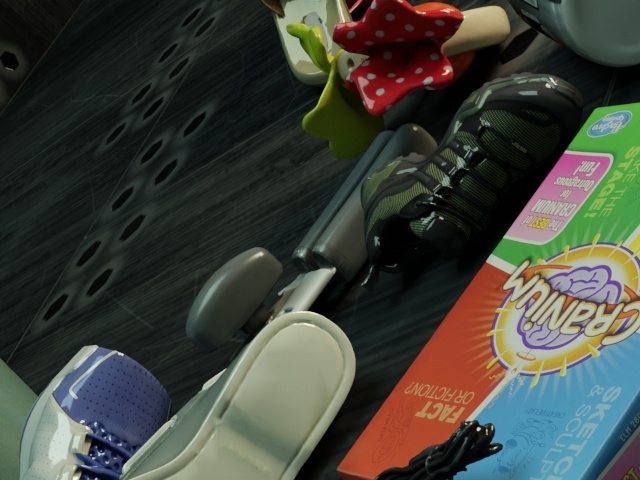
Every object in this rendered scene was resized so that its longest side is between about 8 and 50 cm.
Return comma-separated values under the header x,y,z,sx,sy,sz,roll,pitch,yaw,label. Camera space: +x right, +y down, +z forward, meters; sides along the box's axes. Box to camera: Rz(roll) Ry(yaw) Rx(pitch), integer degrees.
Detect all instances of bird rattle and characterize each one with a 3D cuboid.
x,y,z,sx,sy,sz,roll,pitch,yaw,label
0.079,-0.183,1.476,0.207,0.143,0.253,-21,-4,-26,bird rattle

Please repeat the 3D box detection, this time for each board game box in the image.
x,y,z,sx,sy,sz,roll,pitch,yaw,label
0.174,0.047,0.962,0.316,0.064,0.242,-53,21,-18,board game box

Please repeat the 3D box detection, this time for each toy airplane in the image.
x,y,z,sx,sy,sz,roll,pitch,yaw,label
0.057,-0.295,1.917,0.151,0.028,0.151,-37,16,13,toy airplane

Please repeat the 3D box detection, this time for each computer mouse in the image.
x,y,z,sx,sy,sz,roll,pitch,yaw,label
0.054,0.195,0.840,0.106,0.042,0.193,-34,46,52,computer mouse

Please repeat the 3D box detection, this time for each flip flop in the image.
x,y,z,sx,sy,sz,roll,pitch,yaw,label
-0.039,-0.300,1.847,0.112,0.080,0.277,-30,61,21,flip flop

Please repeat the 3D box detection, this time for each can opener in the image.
x,y,z,sx,sy,sz,roll,pitch,yaw,label
0.000,0.000,1.382,0.280,0.093,0.074,-50,18,-23,can opener

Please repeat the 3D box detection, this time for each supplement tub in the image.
x,y,z,sx,sy,sz,roll,pitch,yaw,label
0.219,-0.214,1.302,0.117,0.117,0.190,-44,19,6,supplement tub

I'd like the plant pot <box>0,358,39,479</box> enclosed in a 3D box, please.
x,y,z,sx,sy,sz,roll,pitch,yaw,label
-0.461,0.175,1.601,0.341,0.334,0.341,-40,20,18,plant pot

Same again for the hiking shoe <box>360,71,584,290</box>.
x,y,z,sx,sy,sz,roll,pitch,yaw,label
0.119,-0.039,1.244,0.227,0.086,0.114,-37,34,39,hiking shoe

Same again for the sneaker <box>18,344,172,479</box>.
x,y,z,sx,sy,sz,roll,pitch,yaw,label
-0.192,0.244,1.262,0.182,0.127,0.315,-5,52,56,sneaker

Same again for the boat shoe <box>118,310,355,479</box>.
x,y,z,sx,sy,sz,roll,pitch,yaw,label
-0.092,0.191,1.185,0.319,0.116,0.099,-51,3,-17,boat shoe
